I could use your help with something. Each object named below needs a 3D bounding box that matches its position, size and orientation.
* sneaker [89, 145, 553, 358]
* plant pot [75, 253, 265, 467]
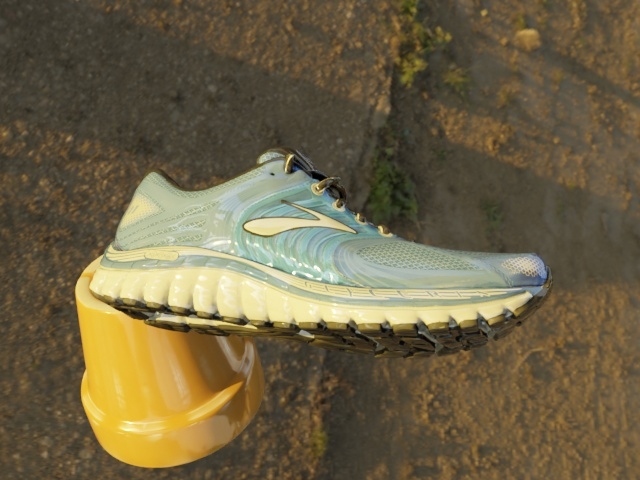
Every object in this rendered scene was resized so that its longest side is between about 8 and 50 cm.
[{"bbox_3d":[0.000,0.000,0.549,0.130,0.330,0.147,65,33,-71],"label":"sneaker"},{"bbox_3d":[-0.178,0.109,0.840,0.205,0.205,0.188,-43,137,-39],"label":"plant pot"}]
